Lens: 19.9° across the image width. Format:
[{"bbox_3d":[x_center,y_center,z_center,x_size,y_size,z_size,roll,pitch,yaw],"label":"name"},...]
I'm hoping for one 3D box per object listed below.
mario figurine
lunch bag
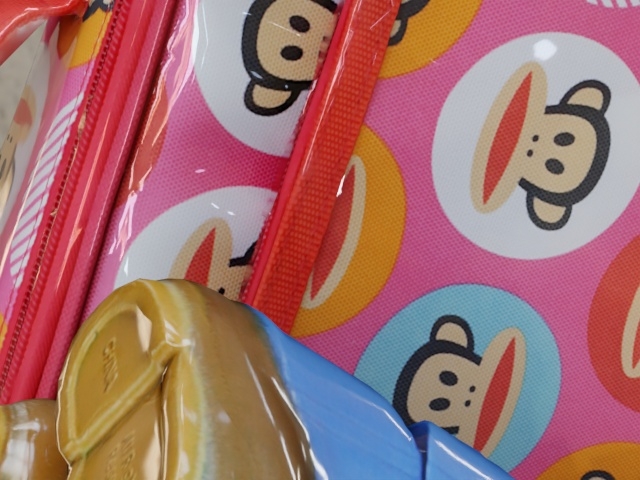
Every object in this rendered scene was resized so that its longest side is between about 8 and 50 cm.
[{"bbox_3d":[0.074,0.128,0.407,0.198,0.320,0.170,16,-94,65],"label":"mario figurine"},{"bbox_3d":[0.000,0.000,0.532,0.120,0.258,0.293,39,-67,62],"label":"lunch bag"}]
